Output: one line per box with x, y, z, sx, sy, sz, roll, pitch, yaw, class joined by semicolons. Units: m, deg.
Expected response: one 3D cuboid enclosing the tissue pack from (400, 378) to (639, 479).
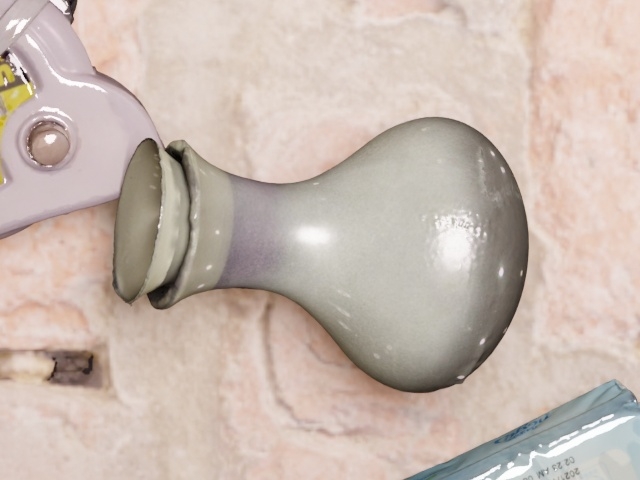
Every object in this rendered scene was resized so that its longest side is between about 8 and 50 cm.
0.132;0.230;1.283;0.263;0.089;0.177;-25;99;-3;tissue pack

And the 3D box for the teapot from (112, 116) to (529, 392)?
0.000;0.000;1.177;0.251;0.183;0.183;8;97;-20;teapot

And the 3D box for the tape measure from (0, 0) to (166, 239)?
-0.235;-0.088;1.199;0.236;0.120;0.197;-20;104;-6;tape measure
